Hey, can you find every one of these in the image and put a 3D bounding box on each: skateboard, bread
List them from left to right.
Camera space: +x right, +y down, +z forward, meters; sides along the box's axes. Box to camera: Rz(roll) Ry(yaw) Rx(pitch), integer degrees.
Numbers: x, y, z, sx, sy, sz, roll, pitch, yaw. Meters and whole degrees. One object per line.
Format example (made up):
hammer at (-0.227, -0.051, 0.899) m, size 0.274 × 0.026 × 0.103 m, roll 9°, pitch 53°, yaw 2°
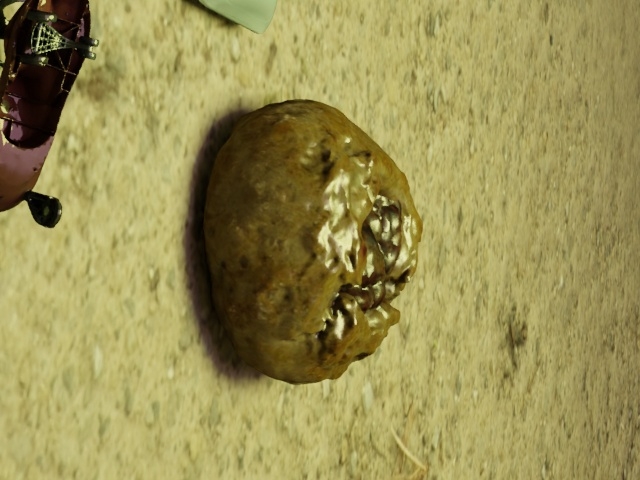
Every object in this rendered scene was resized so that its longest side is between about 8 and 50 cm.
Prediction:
skateboard at (-0.180, -0.087, 0.931) m, size 0.067 × 0.080 × 0.151 m, roll 18°, pitch 91°, yaw -39°
bread at (0.000, 0.000, 1.245) m, size 0.230 × 0.123 × 0.230 m, roll -2°, pitch 90°, yaw -65°

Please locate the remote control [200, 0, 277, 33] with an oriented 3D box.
remote control at (-0.053, -0.313, 1.208) m, size 0.103 × 0.051 × 0.293 m, roll 17°, pitch 74°, yaw -62°
